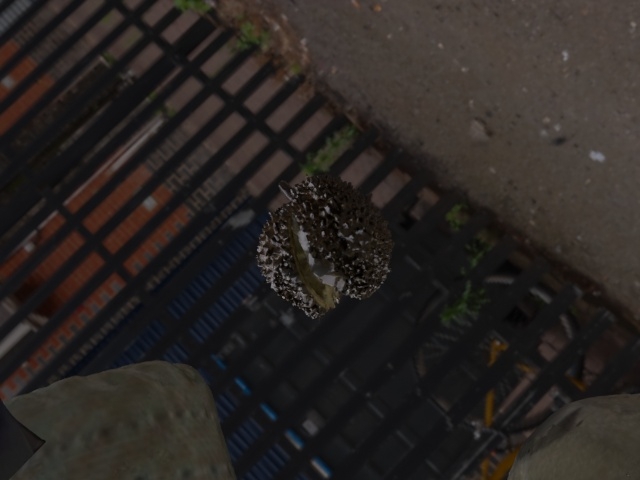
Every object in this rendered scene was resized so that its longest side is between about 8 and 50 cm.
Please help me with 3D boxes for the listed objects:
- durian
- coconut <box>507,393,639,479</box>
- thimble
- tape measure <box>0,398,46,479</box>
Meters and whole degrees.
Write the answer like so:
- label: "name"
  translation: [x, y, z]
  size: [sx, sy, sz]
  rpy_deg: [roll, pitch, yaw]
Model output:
- label: "durian"
  translation: [0.000, 0.000, 1.172]
  size: [0.196, 0.196, 0.167]
  rpy_deg: [44, -165, 9]
- label: "coconut"
  translation: [0.164, 0.157, 0.341]
  size: [0.241, 0.241, 0.241]
  rpy_deg: [44, 172, 8]
- label: "thimble"
  translation: [-0.212, 0.241, 0.762]
  size: [0.291, 0.291, 0.195]
  rpy_deg: [66, -177, -69]
- label: "tape measure"
  translation: [-0.311, 0.172, 0.475]
  size: [0.138, 0.259, 0.262]
  rpy_deg: [46, -177, -4]
